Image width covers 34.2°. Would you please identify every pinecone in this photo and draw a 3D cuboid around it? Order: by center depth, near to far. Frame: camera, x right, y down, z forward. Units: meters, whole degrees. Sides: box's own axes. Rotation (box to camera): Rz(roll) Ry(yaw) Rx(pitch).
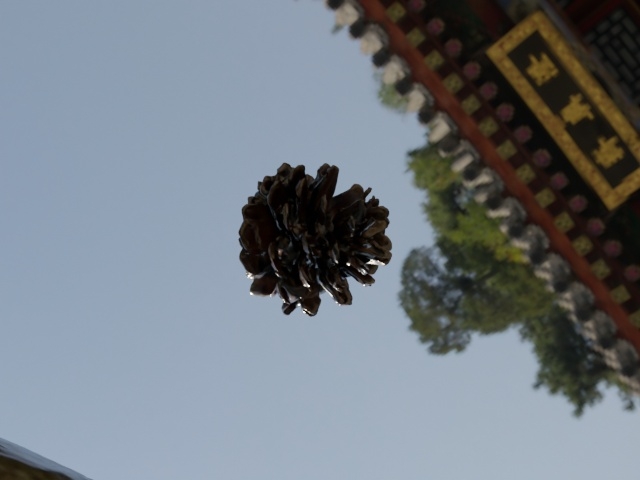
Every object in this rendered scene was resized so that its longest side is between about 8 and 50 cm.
[{"bbox_3d":[-0.001,0.000,0.899,0.140,0.120,0.140,11,-102,-59],"label":"pinecone"}]

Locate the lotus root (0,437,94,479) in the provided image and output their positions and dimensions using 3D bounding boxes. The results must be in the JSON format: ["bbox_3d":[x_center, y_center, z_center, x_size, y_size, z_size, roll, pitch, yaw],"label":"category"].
[{"bbox_3d":[-0.182,0.211,0.473,0.346,0.250,0.251,41,-142,-31],"label":"lotus root"}]
